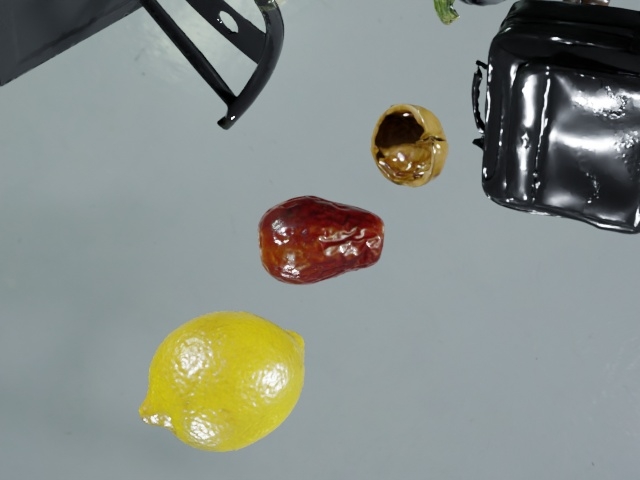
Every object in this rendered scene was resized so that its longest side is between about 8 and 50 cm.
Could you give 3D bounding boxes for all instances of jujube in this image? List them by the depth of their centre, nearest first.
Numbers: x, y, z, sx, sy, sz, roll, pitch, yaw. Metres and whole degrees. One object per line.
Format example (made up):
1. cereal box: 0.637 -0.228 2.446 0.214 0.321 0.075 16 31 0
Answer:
1. jujube: 0.000 0.000 1.755 0.255 0.190 0.190 3 83 -5

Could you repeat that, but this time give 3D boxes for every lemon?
1. lemon: -0.126 0.187 1.168 0.244 0.187 0.187 -19 77 -19

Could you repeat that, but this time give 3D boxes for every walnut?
1. walnut: 0.191 -0.194 1.733 0.087 0.211 0.167 -16 102 -29

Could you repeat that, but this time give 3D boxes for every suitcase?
1. suitcase: 0.410 -0.198 1.379 0.339 0.345 0.188 14 46 21

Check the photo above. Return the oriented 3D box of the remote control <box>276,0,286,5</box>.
1. remote control: -0.056 -0.321 1.083 0.074 0.122 0.032 9 90 -30

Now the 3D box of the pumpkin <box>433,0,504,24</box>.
1. pumpkin: 0.309 -0.615 1.882 0.295 0.296 0.296 -2 82 14

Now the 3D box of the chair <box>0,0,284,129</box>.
1. chair: -0.160 -0.177 0.556 0.141 0.154 0.260 -38 83 -23

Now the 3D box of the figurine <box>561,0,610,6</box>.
1. figurine: 0.596 -0.640 1.739 0.281 0.167 0.370 43 125 43
